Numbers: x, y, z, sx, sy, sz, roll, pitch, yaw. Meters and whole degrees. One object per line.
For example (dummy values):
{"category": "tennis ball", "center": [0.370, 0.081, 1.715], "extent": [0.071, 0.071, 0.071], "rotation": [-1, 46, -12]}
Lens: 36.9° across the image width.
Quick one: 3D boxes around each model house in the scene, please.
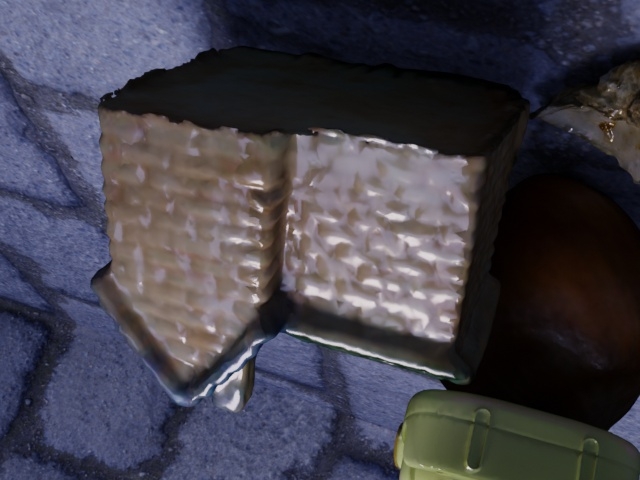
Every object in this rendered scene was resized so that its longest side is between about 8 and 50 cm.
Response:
{"category": "model house", "center": [0.000, 0.000, 1.186], "extent": [0.445, 0.395, 0.400], "rotation": [10, 112, 15]}

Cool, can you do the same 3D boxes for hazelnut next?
{"category": "hazelnut", "center": [0.310, 0.092, 1.343], "extent": [0.366, 0.365, 0.366], "rotation": [19, 157, 9]}

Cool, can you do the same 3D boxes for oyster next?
{"category": "oyster", "center": [0.353, -0.148, 1.114], "extent": [0.162, 0.107, 0.233], "rotation": [22, 176, -10]}

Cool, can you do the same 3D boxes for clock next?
{"category": "clock", "center": [0.234, 0.306, 1.261], "extent": [0.286, 0.117, 0.348], "rotation": [15, 158, 2]}
